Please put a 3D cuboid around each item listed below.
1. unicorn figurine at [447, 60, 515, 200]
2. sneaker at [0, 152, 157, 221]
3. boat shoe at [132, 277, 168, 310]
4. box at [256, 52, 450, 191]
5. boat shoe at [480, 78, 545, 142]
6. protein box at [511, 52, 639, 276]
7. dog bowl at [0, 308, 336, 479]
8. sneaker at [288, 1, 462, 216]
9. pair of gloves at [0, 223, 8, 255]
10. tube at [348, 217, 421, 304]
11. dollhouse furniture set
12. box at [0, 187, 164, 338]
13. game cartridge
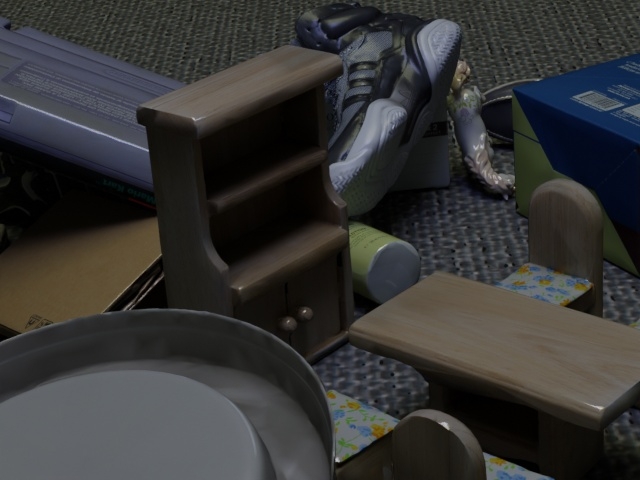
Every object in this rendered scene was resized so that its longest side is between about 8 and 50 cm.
[{"bbox_3d":[0.165,-0.106,1.640,0.060,0.162,0.111,-31,9,11],"label":"unicorn figurine"},{"bbox_3d":[-0.250,-0.084,1.621,0.330,0.129,0.147,17,35,39],"label":"sneaker"},{"bbox_3d":[-0.147,0.020,1.445,0.073,0.073,0.207,19,35,35],"label":"boat shoe"},{"bbox_3d":[0.033,-0.132,1.686,0.181,0.119,0.182,-8,25,-5],"label":"box"},{"bbox_3d":[0.262,-0.128,1.692,0.206,0.075,0.065,7,24,13],"label":"boat shoe"},{"bbox_3d":[0.324,-0.084,1.511,0.201,0.136,0.200,-17,27,-25],"label":"protein box"},{"bbox_3d":[-0.149,0.188,0.975,0.349,0.102,0.348,-11,33,7],"label":"dog bowl"},{"bbox_3d":[0.023,-0.136,1.517,0.153,0.101,0.268,23,52,16],"label":"sneaker"},{"bbox_3d":[-0.429,0.029,1.510,0.204,0.042,0.240,0,24,10],"label":"pair of gloves"},{"bbox_3d":[0.000,0.000,1.484,0.070,0.062,0.240,23,1,-36],"label":"tube"},{"bbox_3d":[0.071,0.024,1.178,0.394,0.256,0.362,17,32,38],"label":"dollhouse furniture set"},{"bbox_3d":[-0.222,0.027,1.404,0.201,0.021,0.164,16,55,48],"label":"box"},{"bbox_3d":[-0.192,-0.110,1.481,0.355,0.068,0.230,20,25,1],"label":"game cartridge"}]
